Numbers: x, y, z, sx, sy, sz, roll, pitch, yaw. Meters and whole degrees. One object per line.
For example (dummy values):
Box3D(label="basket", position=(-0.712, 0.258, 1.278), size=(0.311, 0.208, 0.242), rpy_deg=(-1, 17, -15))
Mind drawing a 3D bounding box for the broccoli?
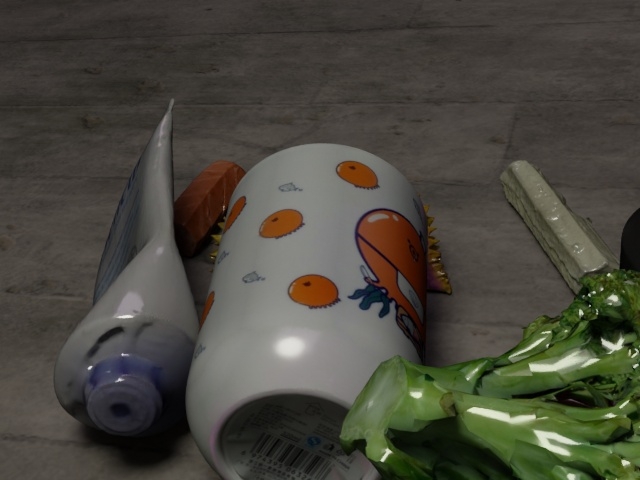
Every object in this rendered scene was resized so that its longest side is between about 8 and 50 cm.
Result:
Box3D(label="broccoli", position=(0.163, 0.161, 0.720), size=(0.275, 0.307, 0.307), rpy_deg=(25, 31, -15))

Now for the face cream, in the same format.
Box3D(label="face cream", position=(-0.194, 0.039, 1.084), size=(0.137, 0.234, 0.420), rpy_deg=(16, 30, -18))

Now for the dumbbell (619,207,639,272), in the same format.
Box3D(label="dumbbell", position=(0.322, 0.081, 0.846), size=(0.153, 0.218, 0.152), rpy_deg=(-7, 34, 5))

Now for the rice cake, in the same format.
Box3D(label="rice cake", position=(0.272, -0.017, 1.163), size=(0.057, 0.052, 0.256), rpy_deg=(12, 28, -19))

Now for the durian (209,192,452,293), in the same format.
Box3D(label="durian", position=(-0.002, -0.014, 1.189), size=(0.261, 0.153, 0.186), rpy_deg=(-6, 8, -7))

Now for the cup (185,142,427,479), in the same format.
Box3D(label="cup", position=(-0.007, 0.081, 0.951), size=(0.212, 0.212, 0.317), rpy_deg=(-5, 36, 9))

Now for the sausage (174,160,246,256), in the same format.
Box3D(label="sausage", position=(-0.143, -0.050, 1.317), size=(0.065, 0.065, 0.169), rpy_deg=(7, 39, 24))
